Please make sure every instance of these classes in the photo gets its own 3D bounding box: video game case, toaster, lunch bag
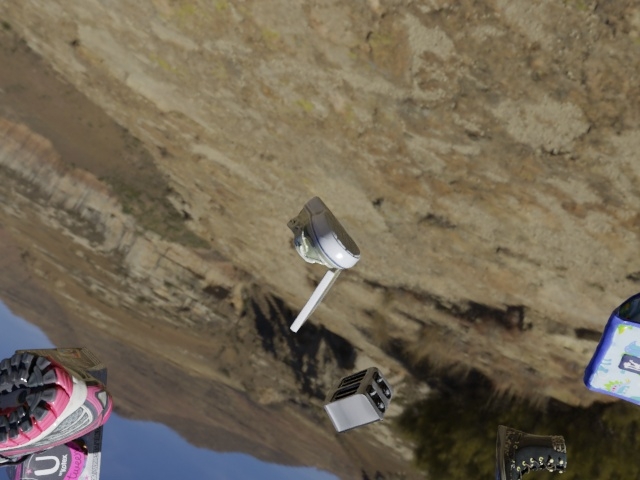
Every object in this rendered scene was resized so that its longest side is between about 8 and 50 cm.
[{"bbox_3d":[0.002,0.154,2.045,0.026,0.227,0.206,35,-160,5],"label":"video game case"},{"bbox_3d":[0.110,0.479,2.009,0.185,0.168,0.110,-26,98,26],"label":"toaster"},{"bbox_3d":[0.404,0.127,0.810,0.151,0.096,0.129,-4,129,-7],"label":"lunch bag"}]

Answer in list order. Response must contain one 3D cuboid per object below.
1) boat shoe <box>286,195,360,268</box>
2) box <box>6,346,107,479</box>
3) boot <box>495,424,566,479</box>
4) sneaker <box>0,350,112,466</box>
[{"bbox_3d":[0.000,0.000,1.263,0.109,0.094,0.302,47,-175,-16],"label":"boat shoe"},{"bbox_3d":[-0.496,0.341,1.254,0.142,0.247,0.163,2,-174,-33],"label":"box"},{"bbox_3d":[0.549,0.585,1.747,0.178,0.236,0.085,4,122,12],"label":"boot"},{"bbox_3d":[-0.378,0.215,0.764,0.299,0.121,0.112,-16,152,21],"label":"sneaker"}]
